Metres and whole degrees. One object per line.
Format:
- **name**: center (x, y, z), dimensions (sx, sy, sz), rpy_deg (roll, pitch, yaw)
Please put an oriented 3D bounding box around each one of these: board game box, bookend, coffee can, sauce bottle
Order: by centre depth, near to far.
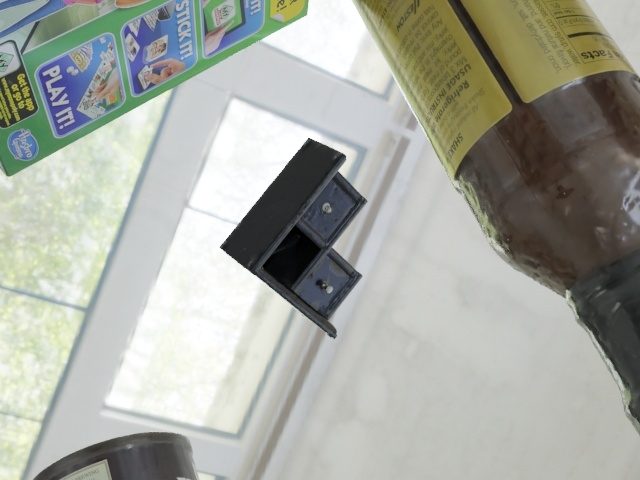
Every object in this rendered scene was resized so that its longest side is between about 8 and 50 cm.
- **board game box**: center (-0.088, -0.181, 0.362), dimensions (0.046, 0.213, 0.317), rpy_deg (48, -23, 20)
- **sauce bottle**: center (0.111, -0.062, 0.438), dimensions (0.111, 0.111, 0.344), rpy_deg (-47, -122, 45)
- **bookend**: center (0.000, 0.000, 0.925), dimensions (0.156, 0.157, 0.072), rpy_deg (-51, -140, -6)
- **coffee can**: center (-0.210, 0.391, 0.967), dimensions (0.201, 0.201, 0.275), rpy_deg (-50, -128, 40)
